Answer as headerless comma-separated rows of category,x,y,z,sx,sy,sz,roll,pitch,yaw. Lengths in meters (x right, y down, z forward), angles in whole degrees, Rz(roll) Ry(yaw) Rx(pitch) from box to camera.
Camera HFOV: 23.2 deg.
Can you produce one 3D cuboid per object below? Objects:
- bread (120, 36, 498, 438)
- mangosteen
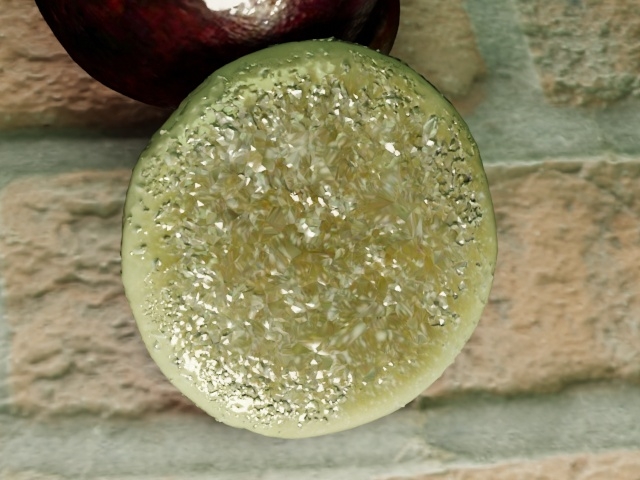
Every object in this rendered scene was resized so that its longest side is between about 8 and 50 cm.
bread,0.000,0.000,1.007,0.267,0.040,0.267,-2,95,-20
mangosteen,-0.051,-0.238,1.112,0.347,0.307,0.307,8,50,-42
